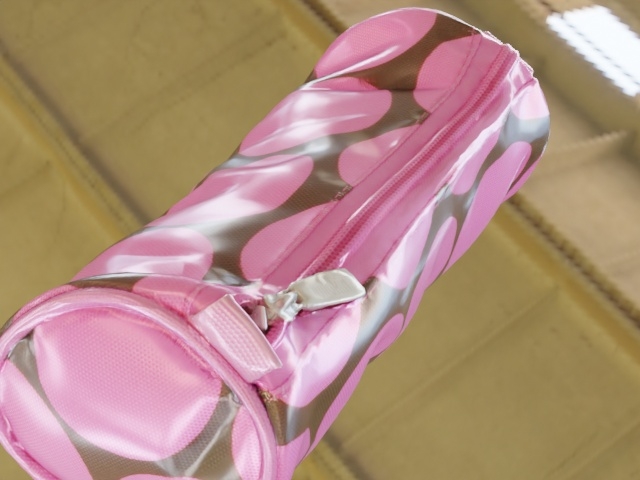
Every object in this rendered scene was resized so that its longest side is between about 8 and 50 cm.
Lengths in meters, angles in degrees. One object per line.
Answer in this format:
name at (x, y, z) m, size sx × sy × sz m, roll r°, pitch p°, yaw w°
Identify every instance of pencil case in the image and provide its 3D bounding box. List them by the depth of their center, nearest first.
pencil case at (0.000, 0.000, 0.433) m, size 0.095 × 0.098 × 0.209 m, roll 38°, pitch -140°, yaw 1°
